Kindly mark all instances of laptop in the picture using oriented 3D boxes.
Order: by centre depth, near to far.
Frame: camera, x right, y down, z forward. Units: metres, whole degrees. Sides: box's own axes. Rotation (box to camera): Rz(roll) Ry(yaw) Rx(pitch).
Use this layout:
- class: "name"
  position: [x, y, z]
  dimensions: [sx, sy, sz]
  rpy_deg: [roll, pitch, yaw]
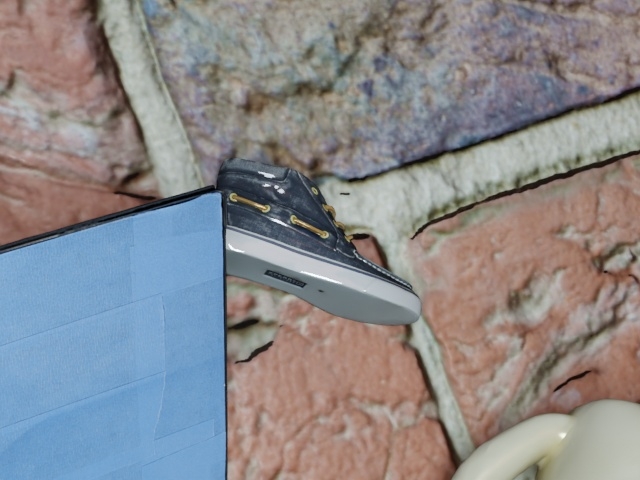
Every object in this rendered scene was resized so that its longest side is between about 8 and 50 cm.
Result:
- class: "laptop"
  position: [-0.164, 0.240, 0.862]
  dimensions: [0.382, 0.236, 0.408]
  rpy_deg: [-18, 71, -29]

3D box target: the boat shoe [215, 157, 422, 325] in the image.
- class: "boat shoe"
  position: [0.000, 0.000, 1.136]
  dimensions: [0.183, 0.065, 0.083]
  rpy_deg: [21, 65, -16]

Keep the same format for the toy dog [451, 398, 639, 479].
- class: "toy dog"
  position: [0.276, 0.323, 1.027]
  dimensions: [0.395, 0.284, 0.408]
  rpy_deg: [14, 68, -20]
